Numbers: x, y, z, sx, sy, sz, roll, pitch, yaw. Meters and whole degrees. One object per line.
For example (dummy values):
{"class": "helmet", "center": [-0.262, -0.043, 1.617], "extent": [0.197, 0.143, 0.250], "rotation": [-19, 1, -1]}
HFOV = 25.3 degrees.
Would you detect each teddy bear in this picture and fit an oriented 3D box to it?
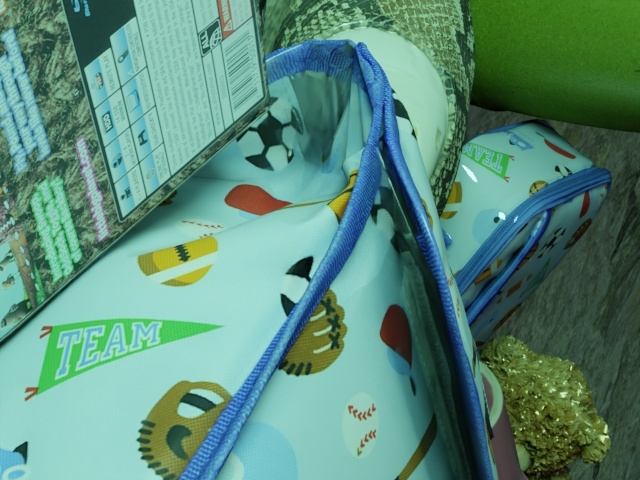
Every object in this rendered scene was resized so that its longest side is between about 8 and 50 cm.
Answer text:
{"class": "teddy bear", "center": [0.177, 0.232, 1.491], "extent": [0.113, 0.245, 0.338], "rotation": [-14, 173, -21]}

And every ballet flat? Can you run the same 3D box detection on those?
{"class": "ballet flat", "center": [0.002, 0.001, 1.039], "extent": [0.182, 0.164, 0.483], "rotation": [-103, -146, -79]}

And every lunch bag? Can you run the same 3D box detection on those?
{"class": "lunch bag", "center": [0.117, 0.035, 1.287], "extent": [0.243, 0.115, 0.303], "rotation": [-23, 151, -57]}
{"class": "lunch bag", "center": [-0.029, 0.125, 0.739], "extent": [0.385, 0.239, 0.328], "rotation": [-56, 141, -41]}

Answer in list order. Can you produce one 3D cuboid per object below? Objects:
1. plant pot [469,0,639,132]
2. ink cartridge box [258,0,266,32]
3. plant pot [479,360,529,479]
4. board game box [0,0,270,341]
{"class": "plant pot", "center": [0.299, -0.241, 1.212], "extent": [0.366, 0.353, 0.366], "rotation": [-42, 144, -41]}
{"class": "ink cartridge box", "center": [-0.066, -0.098, 0.884], "extent": [0.206, 0.045, 0.208], "rotation": [-81, 177, -65]}
{"class": "plant pot", "center": [0.084, 0.194, 1.173], "extent": [0.201, 0.201, 0.180], "rotation": [-41, 140, -41]}
{"class": "board game box", "center": [-0.174, -0.083, 0.582], "extent": [0.291, 0.141, 0.232], "rotation": [-43, 150, -27]}
